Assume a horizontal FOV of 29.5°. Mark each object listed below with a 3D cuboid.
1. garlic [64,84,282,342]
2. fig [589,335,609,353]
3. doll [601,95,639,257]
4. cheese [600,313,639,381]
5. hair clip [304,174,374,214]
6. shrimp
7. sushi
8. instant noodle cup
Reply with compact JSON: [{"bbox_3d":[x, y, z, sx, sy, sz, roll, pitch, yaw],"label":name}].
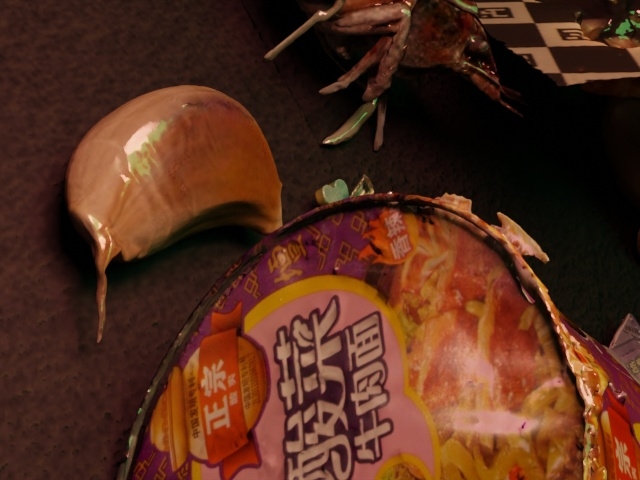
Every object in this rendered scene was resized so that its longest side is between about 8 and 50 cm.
[{"bbox_3d":[-0.107,-0.031,0.810,0.198,0.090,0.128,-36,104,-53],"label":"garlic"},{"bbox_3d":[0.160,0.177,0.917,0.124,0.124,0.236,31,62,-26],"label":"fig"},{"bbox_3d":[0.423,-0.161,1.291,0.370,0.226,0.215,-65,148,-49],"label":"doll"},{"bbox_3d":[0.252,0.126,1.074,0.191,0.042,0.105,-18,79,-50],"label":"cheese"},{"bbox_3d":[-0.001,-0.001,0.918,0.049,0.049,0.173,45,37,-12],"label":"hair clip"},{"bbox_3d":[-0.002,-0.226,0.982,0.410,0.166,0.221,51,14,-12],"label":"shrimp"},{"bbox_3d":[0.284,-0.183,1.105,0.320,0.068,0.339,-9,29,-14],"label":"sushi"},{"bbox_3d":[0.083,0.172,0.695,0.266,0.340,0.339,26,49,-40],"label":"instant noodle cup"}]
